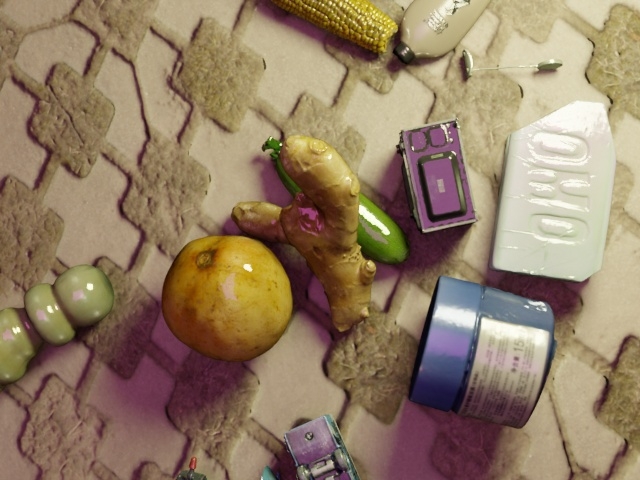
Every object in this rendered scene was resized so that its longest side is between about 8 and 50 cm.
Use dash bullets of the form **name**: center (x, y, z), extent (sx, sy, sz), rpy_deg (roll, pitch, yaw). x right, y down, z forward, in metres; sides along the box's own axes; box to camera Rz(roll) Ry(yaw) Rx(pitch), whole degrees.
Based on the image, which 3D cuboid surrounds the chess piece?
- **chess piece**: center (-0.576, 0.168, 1.729), extent (0.330, 0.182, 0.182), rpy_deg (-30, 82, -3)

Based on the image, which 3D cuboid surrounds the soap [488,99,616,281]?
- **soap**: center (0.458, -0.097, 1.650), extent (0.208, 0.115, 0.347), rpy_deg (9, 86, 7)

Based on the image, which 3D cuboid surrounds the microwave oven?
- **microwave oven**: center (0.225, -0.121, 1.657), extent (0.129, 0.163, 0.205), rpy_deg (-12, 87, 8)

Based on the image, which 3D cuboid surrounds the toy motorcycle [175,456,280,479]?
- **toy motorcycle**: center (-0.174, 0.522, 1.670), extent (0.272, 0.123, 0.182), rpy_deg (13, 97, 7)

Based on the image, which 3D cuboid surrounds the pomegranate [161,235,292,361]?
- **pomegranate**: center (-0.182, 0.113, 1.648), extent (0.260, 0.260, 0.260), rpy_deg (-1, 85, 7)

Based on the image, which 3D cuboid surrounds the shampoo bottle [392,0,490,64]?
- **shampoo bottle**: center (0.250, -0.459, 1.722), extent (0.257, 0.078, 0.127), rpy_deg (-45, 100, 2)

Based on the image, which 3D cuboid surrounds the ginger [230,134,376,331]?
- **ginger**: center (0.014, -0.015, 1.622), extent (0.348, 0.363, 0.122), rpy_deg (42, 47, -3)

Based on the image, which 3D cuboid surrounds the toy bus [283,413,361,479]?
- **toy bus**: center (0.034, 0.489, 1.641), extent (0.106, 0.131, 0.297), rpy_deg (-25, 83, 4)

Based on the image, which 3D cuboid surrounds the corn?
- **corn**: center (0.015, -0.488, 1.743), extent (0.310, 0.101, 0.101), rpy_deg (28, 89, 10)

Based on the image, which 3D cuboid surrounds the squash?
- **squash**: center (0.027, -0.080, 1.707), extent (0.379, 0.101, 0.101), rpy_deg (42, 91, 7)

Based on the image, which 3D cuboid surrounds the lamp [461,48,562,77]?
- **lamp**: center (0.388, -0.365, 1.714), extent (0.198, 0.050, 0.056), rpy_deg (-2, 83, 7)

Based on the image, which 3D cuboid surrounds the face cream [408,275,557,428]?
- **face cream**: center (0.299, 0.209, 1.576), extent (0.225, 0.249, 0.249), rpy_deg (16, 87, 5)
